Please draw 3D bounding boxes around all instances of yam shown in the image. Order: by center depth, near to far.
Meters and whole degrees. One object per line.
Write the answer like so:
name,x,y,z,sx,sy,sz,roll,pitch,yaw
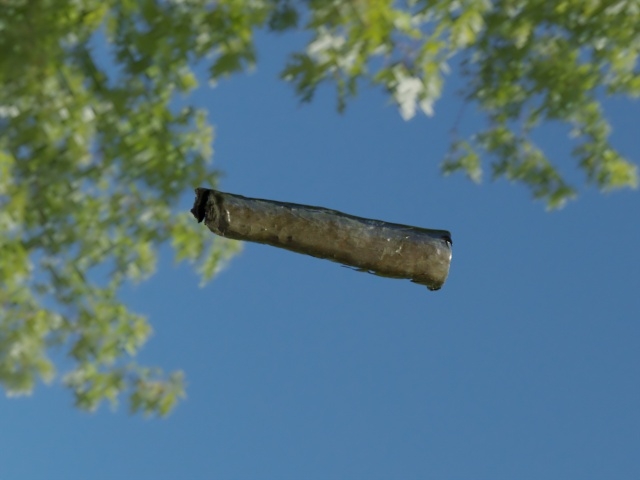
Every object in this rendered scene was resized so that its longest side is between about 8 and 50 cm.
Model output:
yam,0.000,0.000,0.839,0.129,0.027,0.033,10,-73,-12
